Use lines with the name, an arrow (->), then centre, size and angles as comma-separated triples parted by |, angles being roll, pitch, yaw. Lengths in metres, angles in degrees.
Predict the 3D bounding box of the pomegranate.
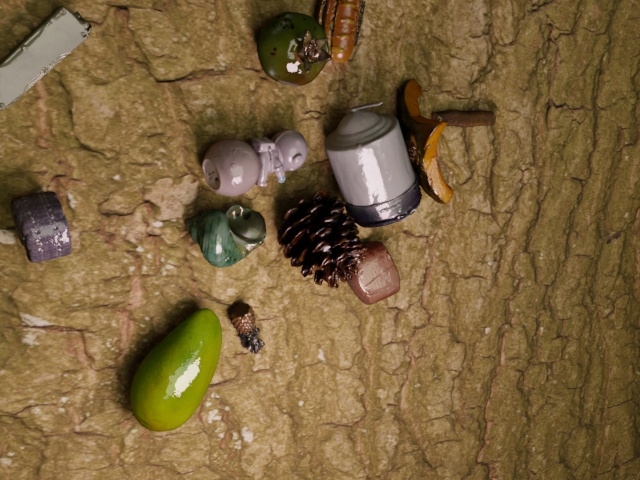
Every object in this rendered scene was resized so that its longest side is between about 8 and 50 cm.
pomegranate -> -0.054, -0.456, 1.803 | 0.181, 0.224, 0.182 | -9, 113, -21

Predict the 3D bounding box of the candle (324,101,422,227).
candle -> 0.134, -0.215, 2.018 | 0.221, 0.221, 0.343 | -31, 118, -20

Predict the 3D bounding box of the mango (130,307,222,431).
mango -> -0.364, 0.329, 1.924 | 0.192, 0.156, 0.343 | 30, 85, -45

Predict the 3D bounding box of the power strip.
power strip -> -0.607, -0.377, 1.575 | 0.286, 0.048, 0.080 | -48, 123, -10

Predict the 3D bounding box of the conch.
conch -> -0.242, -0.016, 1.902 | 0.188, 0.122, 0.176 | 24, 72, -39

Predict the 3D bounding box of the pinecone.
pinecone -> 0.000, 0.000, 1.994 | 0.224, 0.273, 0.224 | -25, 158, -11

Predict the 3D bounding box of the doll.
doll -> -0.152, -0.207, 1.883 | 0.287, 0.151, 0.151 | -22, 118, -30

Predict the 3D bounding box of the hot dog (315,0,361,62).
hot dog -> 0.044, -0.587, 1.892 | 0.072, 0.115, 0.269 | -6, 105, -53

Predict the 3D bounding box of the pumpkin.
pumpkin -> 0.279, -0.273, 2.079 | 0.095, 0.290, 0.258 | -12, 124, -7

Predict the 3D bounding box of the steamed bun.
steamed bun -> 0.144, 0.096, 2.209 | 0.144, 0.106, 0.175 | -24, 105, -18

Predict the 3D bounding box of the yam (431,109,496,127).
yam -> 0.432, -0.367, 2.261 | 0.241, 0.057, 0.057 | -7, 111, -33

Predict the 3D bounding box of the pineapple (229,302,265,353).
pineapple -> -0.199, 0.247, 2.059 | 0.074, 0.074, 0.159 | -32, 130, -20

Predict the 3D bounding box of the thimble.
thimble -> -0.610, -0.031, 1.640 | 0.097, 0.150, 0.150 | -18, 116, -25

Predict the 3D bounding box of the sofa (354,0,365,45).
sofa -> 0.075, -0.567, 1.946 | 0.039, 0.060, 0.118 | 3, 105, -38
